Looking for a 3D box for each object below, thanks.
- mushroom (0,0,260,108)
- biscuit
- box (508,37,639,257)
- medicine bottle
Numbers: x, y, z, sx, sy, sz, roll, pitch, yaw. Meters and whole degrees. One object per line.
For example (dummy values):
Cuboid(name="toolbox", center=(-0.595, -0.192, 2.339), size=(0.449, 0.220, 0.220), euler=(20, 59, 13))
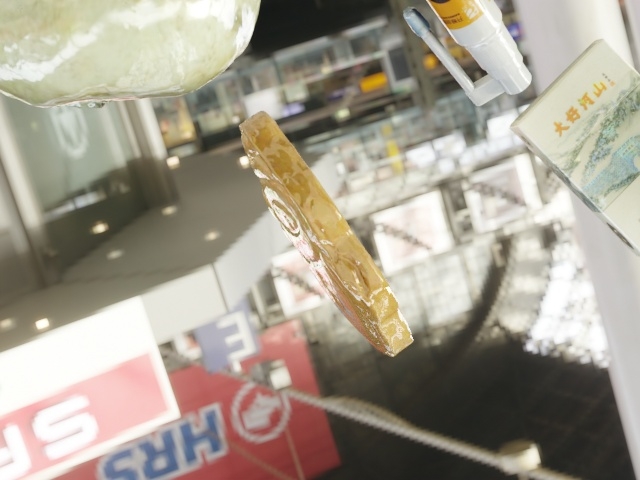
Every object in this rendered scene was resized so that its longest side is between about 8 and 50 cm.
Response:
Cuboid(name="mushroom", center=(-0.229, -0.273, 1.410), size=(0.352, 0.260, 0.352), euler=(5, -131, -5))
Cuboid(name="biscuit", center=(0.000, 0.000, 1.741), size=(0.057, 0.351, 0.312), euler=(-33, 176, -7))
Cuboid(name="box", center=(0.401, -0.120, 1.798), size=(0.164, 0.256, 0.069), euler=(-45, -176, 1))
Cuboid(name="medicine bottle", center=(0.157, -0.242, 1.516), size=(0.092, 0.221, 0.061), euler=(-29, -144, 19))
